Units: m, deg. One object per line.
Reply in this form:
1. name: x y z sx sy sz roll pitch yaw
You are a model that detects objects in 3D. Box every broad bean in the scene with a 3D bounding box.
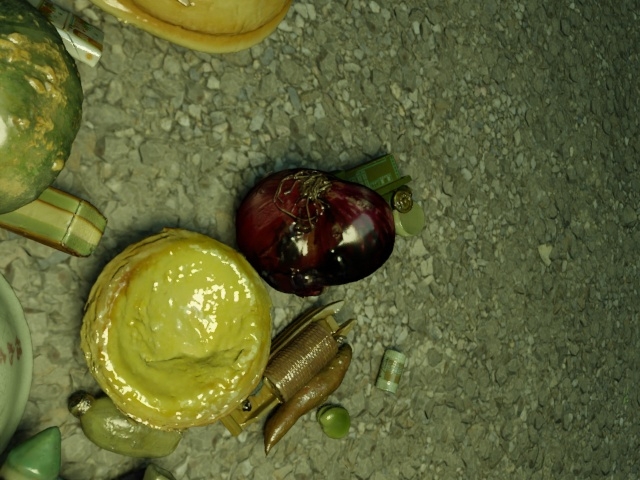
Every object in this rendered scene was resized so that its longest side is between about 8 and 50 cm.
1. broad bean: 0.028 0.353 1.103 0.083 0.045 0.063 48 65 -32

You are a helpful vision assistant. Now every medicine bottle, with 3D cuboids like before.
1. medicine bottle: 0.148 0.275 1.186 0.047 0.047 0.083 27 74 -31

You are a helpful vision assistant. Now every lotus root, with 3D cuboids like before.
1. lotus root: -0.295 0.280 0.860 0.183 0.077 0.090 33 70 -31

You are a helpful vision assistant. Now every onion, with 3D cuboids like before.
1. onion: -0.002 -0.016 0.963 0.281 0.281 0.221 51 39 -22

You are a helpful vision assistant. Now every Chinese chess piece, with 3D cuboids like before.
1. Chinese chess piece: 0.190 -0.048 1.238 0.084 0.034 0.084 4 83 -34

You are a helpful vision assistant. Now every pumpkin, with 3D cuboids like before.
1. pumpkin: -0.450 -0.154 0.661 0.328 0.257 0.291 -12 79 -26

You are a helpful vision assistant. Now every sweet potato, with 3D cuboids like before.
1. sweet potato: -0.023 0.289 1.056 0.274 0.067 0.067 -42 111 -32

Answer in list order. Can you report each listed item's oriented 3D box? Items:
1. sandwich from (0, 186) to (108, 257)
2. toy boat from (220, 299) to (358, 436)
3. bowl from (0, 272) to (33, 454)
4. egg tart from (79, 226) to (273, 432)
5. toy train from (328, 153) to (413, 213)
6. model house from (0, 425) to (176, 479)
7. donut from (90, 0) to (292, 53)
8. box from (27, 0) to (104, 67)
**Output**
1. sandwich: -0.416 -0.037 0.828 0.163 0.113 0.079 18 76 3
2. toy boat: -0.054 0.220 1.007 0.310 0.115 0.089 -38 109 -29
3. bowl: -0.541 0.168 0.624 0.435 0.196 0.434 1 87 -35
4. egg tart: -0.222 0.136 0.887 0.315 0.120 0.314 7 77 -34
5. toy train: 0.089 -0.093 1.138 0.226 0.090 0.137 -26 99 -33
6. model house: -0.318 0.420 0.736 0.312 0.245 0.280 47 71 -31
7. donut: -0.216 -0.513 0.881 0.449 0.198 0.448 0 90 -34
8. box: -0.415 -0.326 0.786 0.220 0.122 0.032 26 112 -31
